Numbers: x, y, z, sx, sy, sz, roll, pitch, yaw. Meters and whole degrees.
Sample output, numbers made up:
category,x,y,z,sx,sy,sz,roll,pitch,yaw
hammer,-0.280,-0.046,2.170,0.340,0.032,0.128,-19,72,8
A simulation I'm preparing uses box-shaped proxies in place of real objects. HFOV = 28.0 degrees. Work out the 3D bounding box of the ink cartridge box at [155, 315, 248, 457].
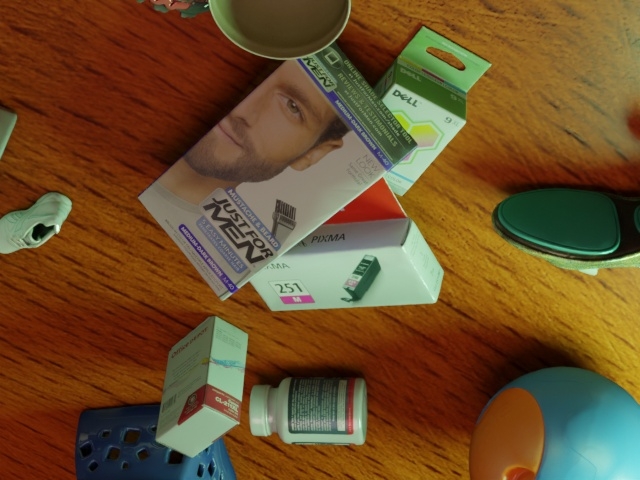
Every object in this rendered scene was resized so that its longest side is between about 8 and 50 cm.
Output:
category,x,y,z,sx,sy,sz,roll,pitch,yaw
ink cartridge box,-0.180,0.223,1.974,0.072,0.175,0.127,31,130,-26

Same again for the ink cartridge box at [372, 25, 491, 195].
category,x,y,z,sx,sy,sz,roll,pitch,yaw
ink cartridge box,0.116,-0.161,1.639,0.109,0.062,0.209,26,131,-17

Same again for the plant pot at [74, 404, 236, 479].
category,x,y,z,sx,sy,sz,roll,pitch,yaw
plant pot,-0.285,0.429,2.162,0.236,0.212,0.236,-6,133,11

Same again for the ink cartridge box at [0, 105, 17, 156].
category,x,y,z,sx,sy,sz,roll,pitch,yaw
ink cartridge box,-0.577,0.014,1.733,0.166,0.285,0.395,24,132,-14

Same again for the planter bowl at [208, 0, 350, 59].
category,x,y,z,sx,sy,sz,roll,pitch,yaw
planter bowl,-0.043,-0.307,1.481,0.162,0.109,0.162,3,135,3

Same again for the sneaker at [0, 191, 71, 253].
category,x,y,z,sx,sy,sz,roll,pitch,yaw
sneaker,-0.423,-0.015,1.847,0.152,0.061,0.054,-28,127,31

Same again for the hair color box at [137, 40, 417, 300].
category,x,y,z,sx,sy,sz,roll,pitch,yaw
hair color box,-0.062,-0.088,1.647,0.339,0.110,0.185,-38,92,35

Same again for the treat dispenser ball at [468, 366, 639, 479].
category,x,y,z,sx,sy,sz,roll,pitch,yaw
treat dispenser ball,0.368,0.335,1.940,0.288,0.288,0.288,3,135,3

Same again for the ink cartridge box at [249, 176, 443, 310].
category,x,y,z,sx,sy,sz,roll,pitch,yaw
ink cartridge box,0.000,0.000,1.764,0.275,0.060,0.239,-4,139,30

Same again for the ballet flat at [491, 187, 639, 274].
category,x,y,z,sx,sy,sz,roll,pitch,yaw
ballet flat,0.407,-0.004,1.731,0.349,0.123,0.123,-2,134,7

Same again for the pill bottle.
category,x,y,z,sx,sy,sz,roll,pitch,yaw
pill bottle,-0.019,0.271,2.049,0.180,0.108,0.108,0,134,7

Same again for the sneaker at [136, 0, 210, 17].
category,x,y,z,sx,sy,sz,roll,pitch,yaw
sneaker,-0.209,-0.362,1.453,0.276,0.097,0.135,34,131,-22
